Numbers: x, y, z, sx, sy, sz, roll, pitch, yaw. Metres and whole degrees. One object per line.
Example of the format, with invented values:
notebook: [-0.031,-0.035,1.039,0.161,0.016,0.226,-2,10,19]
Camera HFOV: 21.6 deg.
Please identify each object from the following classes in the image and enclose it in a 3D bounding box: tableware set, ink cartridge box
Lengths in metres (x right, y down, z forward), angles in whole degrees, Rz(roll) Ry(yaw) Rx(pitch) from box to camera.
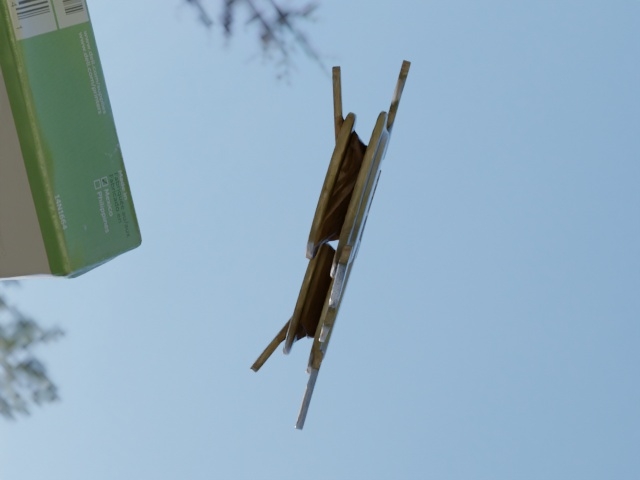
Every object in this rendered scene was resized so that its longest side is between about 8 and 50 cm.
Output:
tableware set: [0.000,0.000,0.871,0.039,0.194,0.128,17,-122,2]
ink cartridge box: [-0.201,-0.064,0.753,0.235,0.171,0.056,-4,-165,36]
